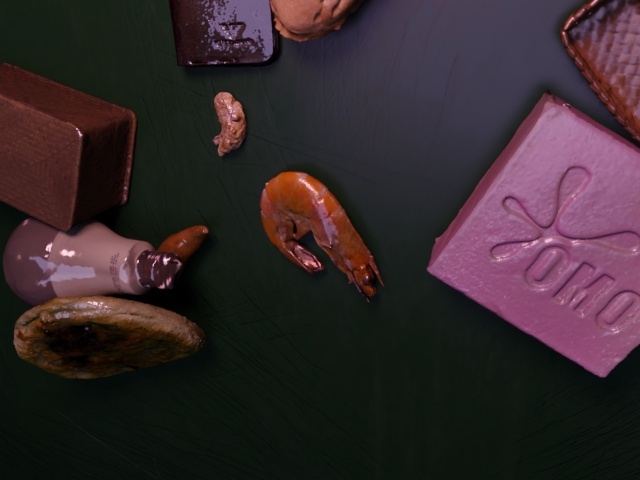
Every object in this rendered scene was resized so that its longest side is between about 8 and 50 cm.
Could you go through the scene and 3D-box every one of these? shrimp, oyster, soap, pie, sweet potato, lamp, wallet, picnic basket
[{"bbox_3d":[0.000,0.000,0.902,0.249,0.068,0.150,47,130,-1],"label":"shrimp"},{"bbox_3d":[-0.152,-0.178,0.880,0.080,0.038,0.083,-29,103,28],"label":"oyster"},{"bbox_3d":[0.343,-0.005,0.769,0.296,0.107,0.285,30,116,2],"label":"soap"},{"bbox_3d":[-0.366,0.172,0.989,0.322,0.071,0.323,-4,153,-2],"label":"pie"},{"bbox_3d":[-0.279,0.052,1.009,0.067,0.067,0.274,46,119,-6],"label":"sweet potato"},{"bbox_3d":[-0.386,0.058,0.959,0.313,0.182,0.182,21,118,21],"label":"lamp"},{"bbox_3d":[-0.145,-0.399,0.777,0.172,0.045,0.318,5,116,17],"label":"wallet"},{"bbox_3d":[0.382,-0.214,0.690,0.110,0.055,0.193,-36,100,28],"label":"picnic basket"}]

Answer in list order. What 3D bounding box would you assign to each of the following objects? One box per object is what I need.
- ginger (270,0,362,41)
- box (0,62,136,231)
[{"bbox_3d":[0.048,-0.386,0.668,0.354,0.189,0.126,-49,64,37],"label":"ginger"},{"bbox_3d":[-0.462,-0.155,0.928,0.273,0.143,0.184,22,118,8],"label":"box"}]
